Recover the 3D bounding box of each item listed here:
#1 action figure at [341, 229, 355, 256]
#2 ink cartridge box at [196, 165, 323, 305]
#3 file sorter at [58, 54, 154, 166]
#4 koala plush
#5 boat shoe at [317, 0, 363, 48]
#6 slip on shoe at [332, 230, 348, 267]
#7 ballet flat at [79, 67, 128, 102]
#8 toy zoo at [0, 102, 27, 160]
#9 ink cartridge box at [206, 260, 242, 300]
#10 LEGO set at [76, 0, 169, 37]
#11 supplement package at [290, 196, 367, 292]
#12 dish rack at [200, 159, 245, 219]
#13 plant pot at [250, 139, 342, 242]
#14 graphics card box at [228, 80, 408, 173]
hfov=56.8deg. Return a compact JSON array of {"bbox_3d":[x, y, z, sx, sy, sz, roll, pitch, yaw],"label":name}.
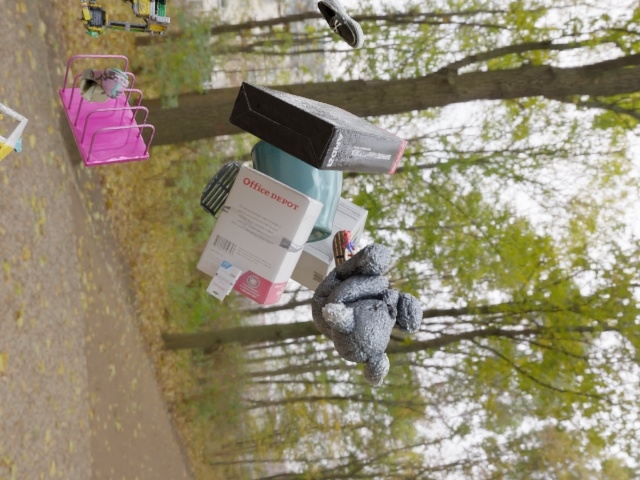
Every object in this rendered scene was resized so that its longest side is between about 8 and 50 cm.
[{"bbox_3d":[0.074,0.004,1.612,0.115,0.030,0.038,75,33,-58],"label":"action figure"},{"bbox_3d":[-0.147,-0.012,1.468,0.283,0.207,0.117,-64,163,7],"label":"ink cartridge box"},{"bbox_3d":[-0.662,-0.411,1.846,0.182,0.202,0.291,-47,-117,50],"label":"file sorter"},{"bbox_3d":[0.073,0.151,1.086,0.196,0.203,0.221,57,14,-17],"label":"koala plush"},{"bbox_3d":[0.062,-0.721,1.976,0.219,0.070,0.078,56,-38,21],"label":"boat shoe"},{"bbox_3d":[0.065,0.038,1.821,0.041,0.051,0.135,10,73,-81],"label":"slip on shoe"},{"bbox_3d":[-0.515,-0.357,1.376,0.221,0.077,0.079,19,-105,50],"label":"ballet flat"},{"bbox_3d":[-0.976,-0.320,1.681,0.030,0.192,0.293,36,-1,31],"label":"toy zoo"},{"bbox_3d":[-0.226,0.095,1.391,0.083,0.048,0.028,-59,174,-5],"label":"ink cartridge box"},{"bbox_3d":[-0.463,-0.645,1.422,0.192,0.254,0.331,-157,-102,-70],"label":"LEGO set"},{"bbox_3d":[0.000,0.000,1.982,0.263,0.198,0.199,-53,164,-34],"label":"supplement package"},{"bbox_3d":[-0.214,-0.105,1.781,0.208,0.271,0.074,-56,-163,-22],"label":"dish rack"},{"bbox_3d":[-0.061,-0.133,1.684,0.272,0.271,0.255,115,-26,-73],"label":"plant pot"},{"bbox_3d":[0.011,-0.227,1.245,0.371,0.232,0.094,-8,126,-63],"label":"graphics card box"}]
